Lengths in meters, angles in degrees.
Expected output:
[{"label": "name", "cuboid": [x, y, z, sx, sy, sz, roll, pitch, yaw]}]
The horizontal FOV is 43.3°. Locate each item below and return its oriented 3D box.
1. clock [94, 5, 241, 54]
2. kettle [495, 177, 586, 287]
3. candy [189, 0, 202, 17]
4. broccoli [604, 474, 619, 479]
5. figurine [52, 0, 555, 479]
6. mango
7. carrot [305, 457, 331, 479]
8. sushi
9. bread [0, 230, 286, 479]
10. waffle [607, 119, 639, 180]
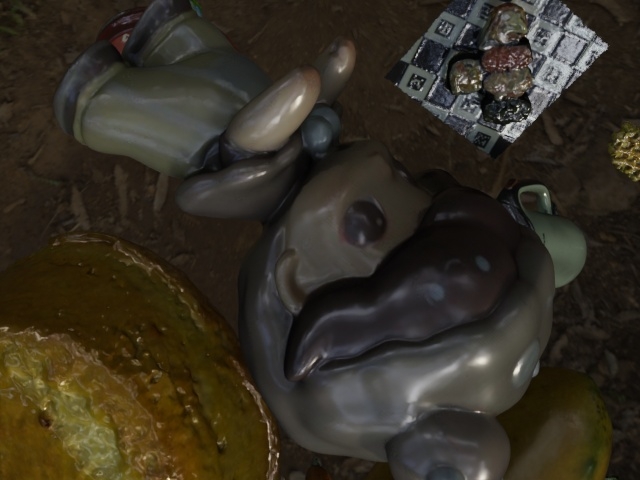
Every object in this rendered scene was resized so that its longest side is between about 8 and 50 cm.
[{"label": "clock", "cuboid": [-0.294, -0.327, 1.596, 0.318, 0.080, 0.318, 5, 142, 4]}, {"label": "kettle", "cuboid": [0.443, -0.014, 1.728, 0.165, 0.255, 0.240, 3, 86, 42]}, {"label": "candy", "cuboid": [-0.311, -0.474, 1.808, 0.062, 0.194, 0.097, -20, 148, 19]}, {"label": "broccoli", "cuboid": [0.454, 0.517, 1.466, 0.288, 0.248, 0.245, 21, 91, -43]}, {"label": "figurine", "cuboid": [-0.001, -0.001, 0.542, 0.380, 0.248, 0.203, 44, 122, -3]}, {"label": "mango", "cuboid": [0.135, 0.245, 0.718, 0.173, 0.211, 0.317, 43, 78, -21]}, {"label": "carrot", "cuboid": [0.005, 0.344, 1.014, 0.035, 0.142, 0.035, -10, 150, -6]}, {"label": "sushi", "cuboid": [0.360, -0.345, 1.617, 0.320, 0.069, 0.339, 34, 117, -20]}, {"label": "bread", "cuboid": [-0.221, 0.185, 0.788, 0.337, 0.204, 0.358, -31, 99, 38]}, {"label": "waffle", "cuboid": [0.716, -0.197, 1.749, 0.161, 0.046, 0.192, -27, 130, 27]}]
